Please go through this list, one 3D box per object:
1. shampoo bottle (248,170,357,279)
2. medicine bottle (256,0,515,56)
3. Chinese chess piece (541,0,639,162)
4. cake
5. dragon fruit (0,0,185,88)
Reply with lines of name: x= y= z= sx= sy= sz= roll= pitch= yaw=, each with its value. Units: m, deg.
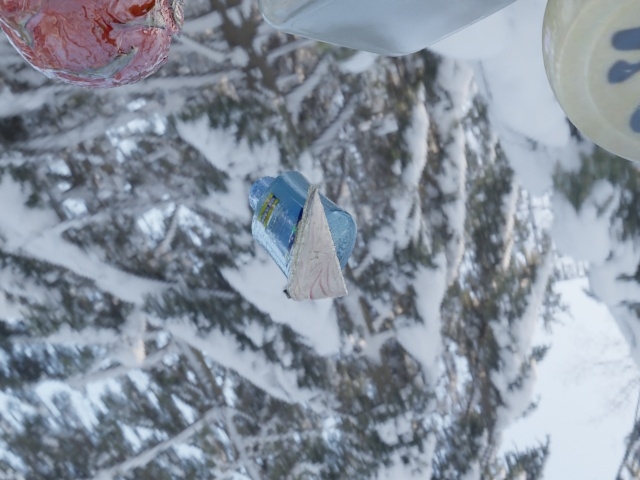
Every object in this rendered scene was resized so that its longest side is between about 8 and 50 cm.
shampoo bottle: x=-0.033 y=-0.022 z=1.258 sx=0.104 sy=0.061 sz=0.258 roll=-62 pitch=-157 yaw=7
medicine bottle: x=0.096 y=-0.329 z=1.298 sx=0.282 sy=0.375 sz=0.123 roll=-22 pitch=-100 yaw=30
Chinese chess piece: x=0.323 y=-0.180 z=0.924 sx=0.257 sy=0.257 sz=0.104 roll=-4 pitch=-133 yaw=19
cake: x=0.000 y=0.000 z=1.090 sx=0.065 sy=0.121 sz=0.052 roll=5 pitch=-166 yaw=-7
dragon fruit: x=-0.330 y=-0.354 z=1.494 sx=0.277 sy=0.343 sz=0.277 roll=-11 pitch=-138 yaw=10
